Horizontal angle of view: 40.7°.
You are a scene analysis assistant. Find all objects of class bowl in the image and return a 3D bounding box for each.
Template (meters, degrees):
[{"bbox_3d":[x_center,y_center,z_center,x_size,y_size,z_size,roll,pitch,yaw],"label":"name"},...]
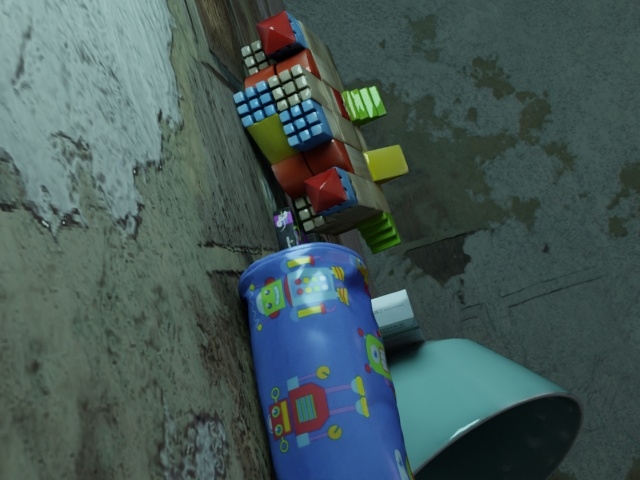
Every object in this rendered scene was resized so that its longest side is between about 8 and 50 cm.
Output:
[{"bbox_3d":[0.145,0.239,1.049,0.163,0.312,0.311,52,-9,39],"label":"bowl"}]

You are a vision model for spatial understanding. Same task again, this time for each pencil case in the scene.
[{"bbox_3d":[0.016,0.154,0.734,0.133,0.119,0.306,31,38,-52],"label":"pencil case"}]

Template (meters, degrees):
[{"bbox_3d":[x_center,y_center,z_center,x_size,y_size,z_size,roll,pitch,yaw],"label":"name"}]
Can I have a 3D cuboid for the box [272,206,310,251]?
[{"bbox_3d":[-0.021,0.051,1.155,0.116,0.029,0.162,62,12,-58],"label":"box"}]

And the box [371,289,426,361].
[{"bbox_3d":[0.051,0.121,1.045,0.186,0.145,0.038,57,17,-66],"label":"box"}]

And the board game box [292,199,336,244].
[{"bbox_3d":[0.000,0.000,1.502,0.259,0.030,0.136,58,17,-66],"label":"board game box"}]

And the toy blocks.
[{"bbox_3d":[-0.021,-0.162,1.220,0.381,0.191,0.261,70,16,9],"label":"toy blocks"}]
